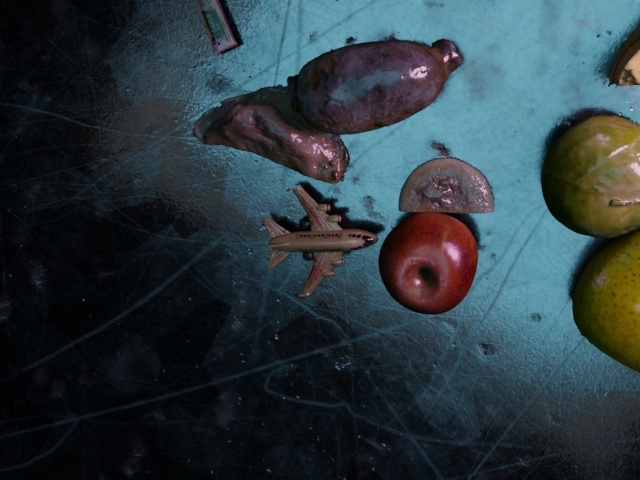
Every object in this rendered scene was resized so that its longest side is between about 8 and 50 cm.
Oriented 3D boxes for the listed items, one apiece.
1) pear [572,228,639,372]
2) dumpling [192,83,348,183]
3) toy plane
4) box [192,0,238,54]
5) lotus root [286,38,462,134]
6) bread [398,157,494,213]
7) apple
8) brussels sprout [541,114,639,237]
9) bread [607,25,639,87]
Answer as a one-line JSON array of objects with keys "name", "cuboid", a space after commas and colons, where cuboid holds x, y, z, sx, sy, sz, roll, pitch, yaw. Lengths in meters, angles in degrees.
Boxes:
[{"name": "pear", "cuboid": [0.674, 0.089, 1.714, 0.343, 0.238, 0.318, 20, 114, 7]}, {"name": "dumpling", "cuboid": [-0.095, -0.229, 1.879, 0.332, 0.086, 0.166, 16, 108, 3]}, {"name": "toy plane", "cuboid": [0.000, 0.000, 1.904, 0.244, 0.092, 0.228, -3, 99, 11]}, {"name": "box", "cuboid": [-0.231, -0.481, 1.871, 0.050, 0.041, 0.207, -21, 98, 12]}, {"name": "lotus root", "cuboid": [0.103, -0.300, 1.782, 0.350, 0.175, 0.175, -13, 99, 13]}, {"name": "bread", "cuboid": [0.252, -0.110, 1.857, 0.193, 0.036, 0.112, 2, 101, 11]}, {"name": "apple", "cuboid": [0.218, 0.041, 1.838, 0.201, 0.162, 0.201, 7, 113, 16]}, {"name": "brussels sprout", "cuboid": [0.530, -0.115, 1.707, 0.244, 0.244, 0.244, 2, 103, 11]}, {"name": "bread", "cuboid": [0.647, -0.282, 1.624, 0.236, 0.263, 0.198, 41, 109, 0]}]
